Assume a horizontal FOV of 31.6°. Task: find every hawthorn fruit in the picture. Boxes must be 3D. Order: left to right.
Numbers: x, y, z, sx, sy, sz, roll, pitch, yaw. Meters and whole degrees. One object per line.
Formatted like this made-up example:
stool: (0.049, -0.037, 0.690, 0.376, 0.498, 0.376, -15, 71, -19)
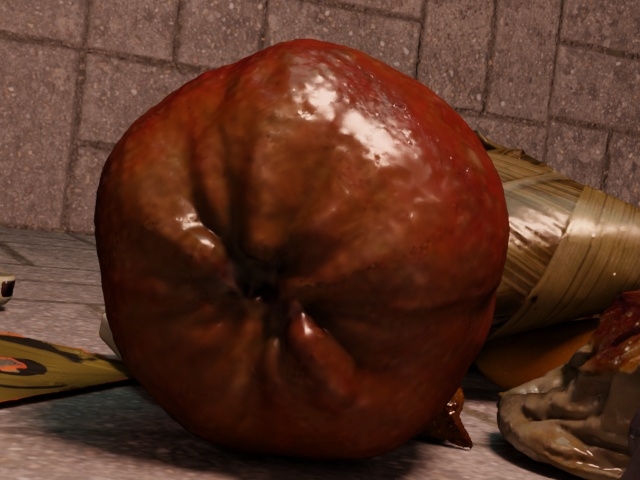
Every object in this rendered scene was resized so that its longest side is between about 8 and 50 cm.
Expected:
hawthorn fruit: (-0.003, 0.002, 0.679, 0.258, 0.258, 0.262, 9, 32, 30)

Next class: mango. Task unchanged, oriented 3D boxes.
mango: (0.223, 0.106, 0.942, 0.184, 0.084, 0.102, -4, 4, 29)

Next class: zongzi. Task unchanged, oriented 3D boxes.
zongzi: (0.157, 0.040, 0.903, 0.288, 0.134, 0.286, 24, 47, 36)

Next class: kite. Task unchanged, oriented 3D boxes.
kite: (-0.279, 0.084, 0.806, 0.378, 0.013, 0.327, 7, 4, -25)

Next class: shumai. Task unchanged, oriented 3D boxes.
shumai: (0.213, 0.094, 0.747, 0.201, 0.120, 0.201, 5, 5, 0)

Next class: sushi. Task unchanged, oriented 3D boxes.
sushi: (0.069, 0.112, 0.782, 0.050, 0.047, 0.099, -5, 22, -11)

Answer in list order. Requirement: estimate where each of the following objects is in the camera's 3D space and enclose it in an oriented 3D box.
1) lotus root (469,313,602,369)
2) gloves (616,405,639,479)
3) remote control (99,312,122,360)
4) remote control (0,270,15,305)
lotus root: (0.145, 0.054, 1.137, 0.278, 0.154, 0.154, 5, 1, 30)
gloves: (0.199, 0.105, 0.501, 0.142, 0.119, 0.285, -5, -10, 13)
remote control: (-0.106, 0.088, 0.855, 0.088, 0.029, 0.190, 10, 5, -23)
remote control: (-0.416, 0.038, 1.126, 0.221, 0.042, 0.078, 8, 2, 1)
